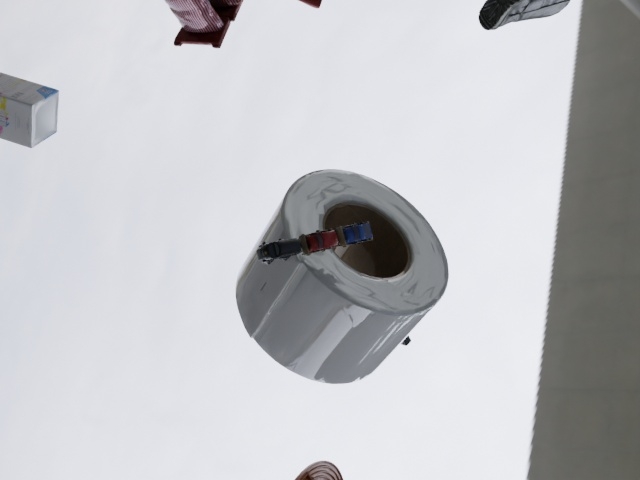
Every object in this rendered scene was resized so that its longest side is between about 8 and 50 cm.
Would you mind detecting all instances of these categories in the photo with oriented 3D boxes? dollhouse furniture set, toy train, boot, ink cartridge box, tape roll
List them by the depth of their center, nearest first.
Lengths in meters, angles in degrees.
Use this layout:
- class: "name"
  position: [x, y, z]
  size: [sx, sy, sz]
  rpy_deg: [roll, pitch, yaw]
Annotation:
- class: "toy train"
  position: [0.000, 0.000, 0.919]
  size: [0.036, 0.158, 0.027]
  rpy_deg: [-21, -97, 55]
- class: "tape roll"
  position: [0.027, 0.048, 1.086]
  size: [0.169, 0.246, 0.246]
  rpy_deg: [124, -31, -41]
- class: "ink cartridge box"
  position: [-0.575, -0.246, 1.493]
  size: [0.092, 0.143, 0.089]
  rpy_deg: [-60, 166, -58]
- class: "dollhouse furniture set"
  position: [-0.148, -0.493, 1.545]
  size: [0.374, 0.201, 0.152]
  rpy_deg: [8, -117, 28]
- class: "boot"
  position: [0.424, -0.483, 1.552]
  size: [0.190, 0.209, 0.076]
  rpy_deg: [-42, -114, 58]

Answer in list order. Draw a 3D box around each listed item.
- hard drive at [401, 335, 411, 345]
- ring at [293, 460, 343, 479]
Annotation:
- class: "hard drive"
  position: [0.133, 0.163, 1.724]
  size: [0.022, 0.135, 0.094]
  rpy_deg: [-44, -146, -23]
- class: "ring"
  position: [-0.018, 0.572, 1.465]
  size: [0.032, 0.336, 0.336]
  rpy_deg: [6, -108, 27]
